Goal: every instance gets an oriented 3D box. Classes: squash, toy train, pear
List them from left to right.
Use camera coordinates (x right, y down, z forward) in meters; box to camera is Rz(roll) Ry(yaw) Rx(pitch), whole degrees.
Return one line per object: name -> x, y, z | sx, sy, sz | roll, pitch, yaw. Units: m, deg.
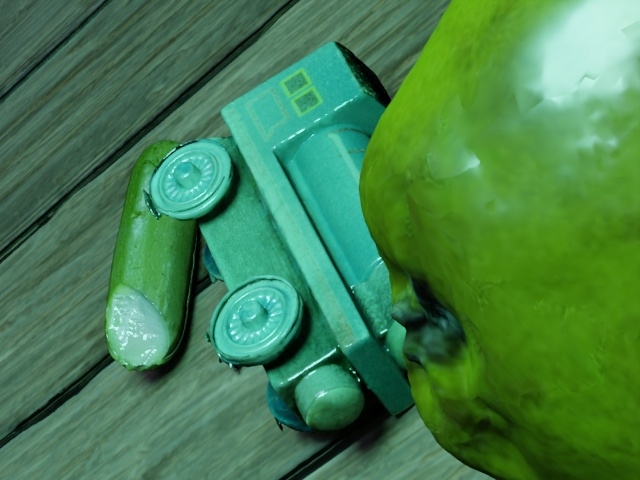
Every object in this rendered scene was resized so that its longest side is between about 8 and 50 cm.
squash -> -0.140, 0.010, 1.444 | 0.069, 0.069, 0.239 | -28, 42, 34
toy train -> 0.000, 0.000, 1.233 | 0.194, 0.120, 0.298 | -32, 46, 4
pear -> 0.228, -0.028, 0.795 | 0.413, 0.352, 0.352 | -18, 45, 11

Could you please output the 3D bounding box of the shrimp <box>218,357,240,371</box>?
shrimp -> -0.035, 0.025, 1.334 | 0.091, 0.034, 0.161 | 1, 62, 50
